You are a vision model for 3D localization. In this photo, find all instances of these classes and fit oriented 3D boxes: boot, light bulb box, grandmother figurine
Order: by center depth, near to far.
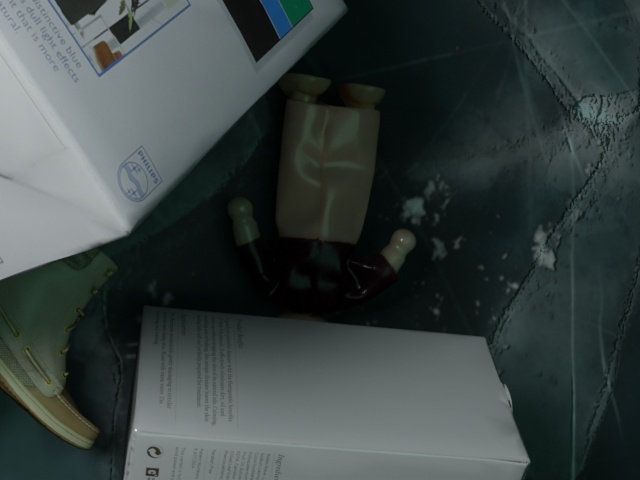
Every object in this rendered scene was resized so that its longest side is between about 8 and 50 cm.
[{"bbox_3d":[-0.230,-0.147,0.889,0.225,0.357,0.361,59,39,-19],"label":"light bulb box"},{"bbox_3d":[-0.254,0.088,1.124,0.165,0.077,0.213,-47,112,-18],"label":"boot"},{"bbox_3d":[0.000,0.000,1.233,0.207,0.104,0.343,10,94,1],"label":"grandmother figurine"}]

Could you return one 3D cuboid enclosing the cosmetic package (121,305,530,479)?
[{"bbox_3d":[-0.005,0.190,1.114,0.365,0.197,0.155,8,121,-9],"label":"cosmetic package"}]
